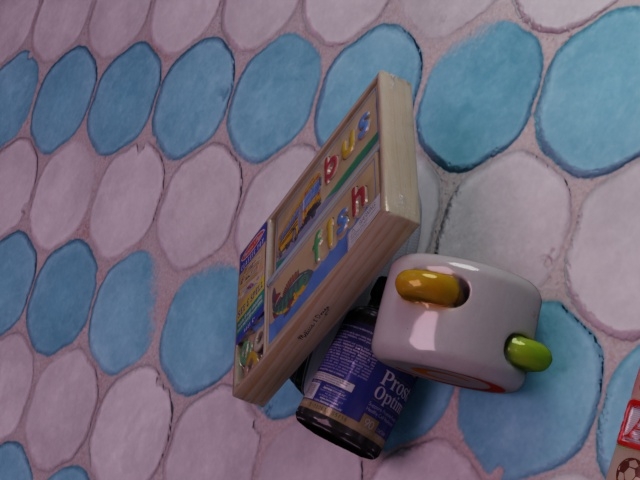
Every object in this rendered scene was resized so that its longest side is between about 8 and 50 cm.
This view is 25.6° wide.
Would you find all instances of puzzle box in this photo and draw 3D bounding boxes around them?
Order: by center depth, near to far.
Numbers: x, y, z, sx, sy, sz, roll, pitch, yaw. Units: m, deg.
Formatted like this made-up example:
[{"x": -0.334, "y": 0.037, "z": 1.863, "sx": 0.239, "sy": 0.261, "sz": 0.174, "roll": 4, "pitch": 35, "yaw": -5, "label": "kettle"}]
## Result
[{"x": 0.000, "y": 0.000, "z": 1.864, "sx": 0.409, "sy": 0.052, "sz": 0.272, "roll": -52, "pitch": 26, "yaw": 38, "label": "puzzle box"}]

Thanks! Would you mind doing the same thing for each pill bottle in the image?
[{"x": 0.067, "y": 0.163, "z": 1.828, "sx": 0.123, "sy": 0.123, "sz": 0.219, "roll": 13, "pitch": 71, "yaw": 51, "label": "pill bottle"}]

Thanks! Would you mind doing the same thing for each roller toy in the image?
[{"x": 0.164, "y": 0.094, "z": 1.702, "sx": 0.191, "sy": 0.209, "sz": 0.146, "roll": 161, "pitch": 124, "yaw": -71, "label": "roller toy"}]

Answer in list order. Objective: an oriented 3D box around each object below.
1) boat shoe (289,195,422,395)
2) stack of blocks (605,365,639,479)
[{"x": 0.029, "y": 0.064, "z": 1.930, "sx": 0.119, "sy": 0.121, "sz": 0.335, "roll": 26, "pitch": 96, "yaw": 47, "label": "boat shoe"}, {"x": 0.403, "y": 0.185, "z": 1.305, "sx": 0.087, "sy": 0.297, "sz": 0.171, "roll": 12, "pitch": 83, "yaw": 49, "label": "stack of blocks"}]
